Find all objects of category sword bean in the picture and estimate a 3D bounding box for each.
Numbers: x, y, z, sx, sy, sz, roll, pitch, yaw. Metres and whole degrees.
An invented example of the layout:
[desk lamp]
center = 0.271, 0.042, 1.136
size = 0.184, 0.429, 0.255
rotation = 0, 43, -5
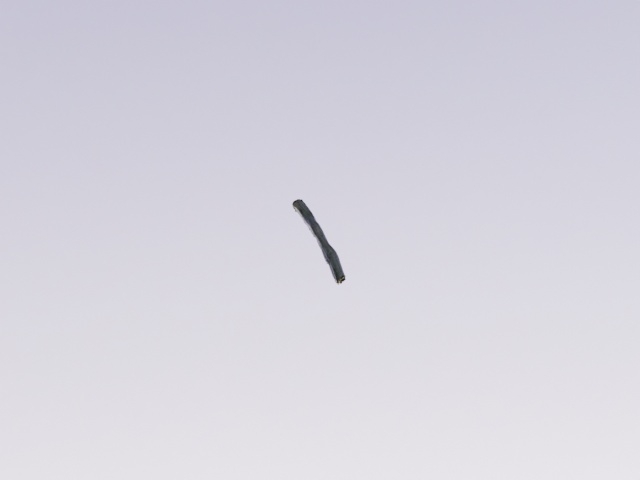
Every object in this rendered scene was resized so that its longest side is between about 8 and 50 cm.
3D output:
[sword bean]
center = 0.000, 0.000, 1.063
size = 0.012, 0.083, 0.012
rotation = -15, -44, -15
